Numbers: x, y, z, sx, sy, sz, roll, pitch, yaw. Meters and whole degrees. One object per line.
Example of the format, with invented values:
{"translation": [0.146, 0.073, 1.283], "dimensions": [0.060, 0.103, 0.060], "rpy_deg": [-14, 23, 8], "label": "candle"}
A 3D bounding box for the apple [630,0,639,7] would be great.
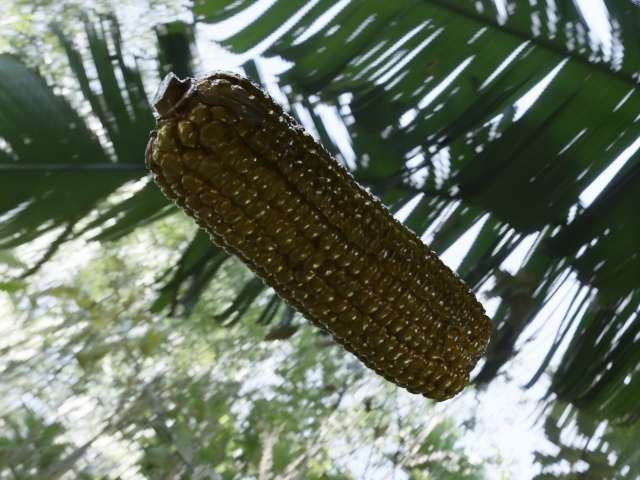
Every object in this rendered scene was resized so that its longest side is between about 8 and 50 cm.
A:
{"translation": [0.188, -0.249, 0.396], "dimensions": [0.400, 0.400, 0.333], "rpy_deg": [48, -56, 5], "label": "apple"}

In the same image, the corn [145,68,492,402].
{"translation": [0.000, 0.000, 0.668], "dimensions": [0.080, 0.080, 0.238], "rpy_deg": [-36, -70, 29], "label": "corn"}
